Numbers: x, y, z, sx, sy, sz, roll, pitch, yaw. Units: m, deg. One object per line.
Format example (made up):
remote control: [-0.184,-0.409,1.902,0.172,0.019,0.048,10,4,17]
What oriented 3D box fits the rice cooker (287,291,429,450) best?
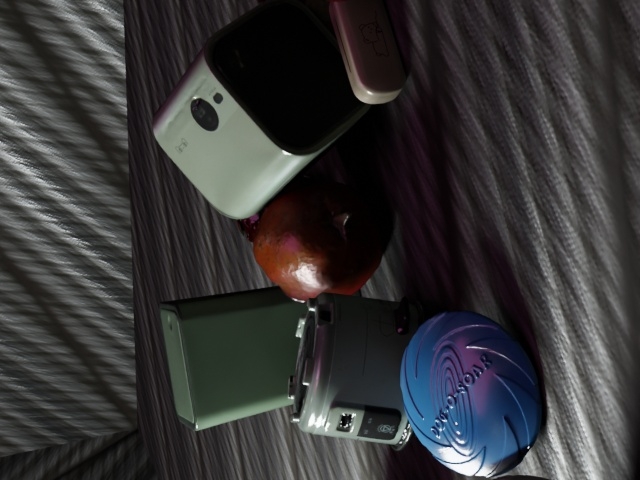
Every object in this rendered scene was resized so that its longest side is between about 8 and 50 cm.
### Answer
rice cooker: [0.076,0.204,1.936,0.241,0.227,0.280,-92,13,-54]

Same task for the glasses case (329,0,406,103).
glasses case: [0.072,-0.307,1.919,0.050,0.083,0.196,129,128,-63]

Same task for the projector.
projector: [-0.098,-0.218,2.051,0.248,0.248,0.249,49,143,0]

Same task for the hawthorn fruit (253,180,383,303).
hawthorn fruit: [0.000,0.000,2.073,0.250,0.215,0.215,143,116,-67]

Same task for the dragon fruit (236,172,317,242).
dragon fruit: [-0.067,-0.051,2.298,0.182,0.189,0.182,14,-90,-85]

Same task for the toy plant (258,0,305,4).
toy plant: [-0.057,-0.423,2.195,0.143,0.105,0.200,-121,16,-62]

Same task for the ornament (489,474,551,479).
ornament: [0.235,0.433,1.441,0.337,0.337,0.337,171,90,-70]

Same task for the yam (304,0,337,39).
yam: [-0.017,-0.307,2.163,0.371,0.083,0.083,104,149,-50]

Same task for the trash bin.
trash bin: [-0.099,0.190,2.226,0.158,0.344,0.222,178,81,-68]

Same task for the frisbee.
frisbee: [0.200,0.218,1.730,0.242,0.045,0.242,11,107,42]
